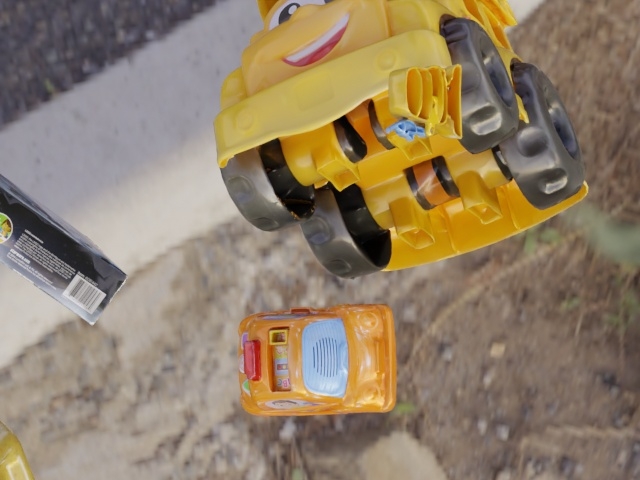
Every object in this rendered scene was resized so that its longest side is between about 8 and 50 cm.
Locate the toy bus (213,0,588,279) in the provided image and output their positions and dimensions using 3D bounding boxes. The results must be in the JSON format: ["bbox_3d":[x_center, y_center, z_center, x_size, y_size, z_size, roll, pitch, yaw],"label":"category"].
[{"bbox_3d":[0.032,-0.107,0.972,0.149,0.220,0.211,-20,68,21],"label":"toy bus"}]

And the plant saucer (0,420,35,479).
[{"bbox_3d":[-0.175,0.244,0.884,0.081,0.333,0.332,-17,102,11],"label":"plant saucer"}]

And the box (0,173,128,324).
[{"bbox_3d":[-0.148,-0.022,0.751,0.137,0.094,0.027,37,87,-21],"label":"box"}]

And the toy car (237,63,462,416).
[{"bbox_3d":[0.000,0.000,0.555,0.060,0.040,0.122,16,96,37],"label":"toy car"}]
